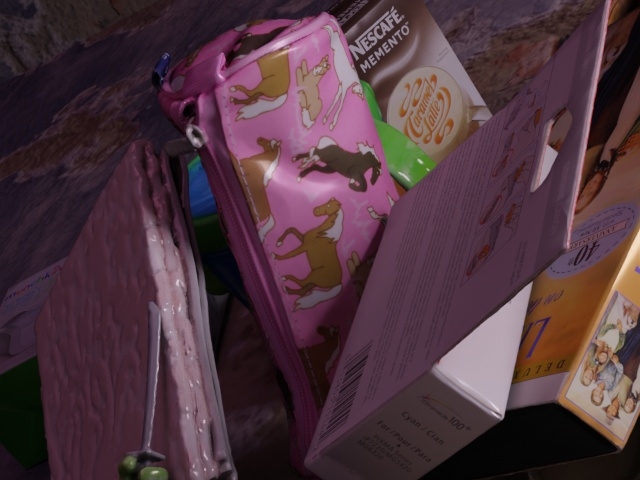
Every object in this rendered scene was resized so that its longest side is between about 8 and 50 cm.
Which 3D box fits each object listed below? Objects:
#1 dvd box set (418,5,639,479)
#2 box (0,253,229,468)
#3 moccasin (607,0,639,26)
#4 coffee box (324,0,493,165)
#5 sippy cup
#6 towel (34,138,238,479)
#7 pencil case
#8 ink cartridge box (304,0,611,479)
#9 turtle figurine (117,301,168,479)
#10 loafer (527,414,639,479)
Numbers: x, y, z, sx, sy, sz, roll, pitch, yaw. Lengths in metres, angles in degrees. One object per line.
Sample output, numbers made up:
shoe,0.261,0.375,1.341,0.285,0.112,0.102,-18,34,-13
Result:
dvd box set,0.190,-0.016,1.133,0.420,0.062,0.307,-59,14,-25
box,-0.243,0.102,1.749,0.262,0.127,0.231,-27,25,20
moccasin,0.292,-0.132,1.436,0.139,0.147,0.380,-18,27,35
coffee box,0.080,-0.130,1.597,0.141,0.246,0.098,-45,24,-22
sippy cup,0.000,0.000,1.477,0.240,0.224,0.305,-35,22,-5
towel,-0.165,0.132,1.298,0.317,0.053,0.332,-54,39,45
pencil case,-0.005,0.012,1.257,0.167,0.386,0.160,-22,18,-6
ink cartridge box,0.117,0.006,1.039,0.261,0.066,0.296,-44,16,37
turtle figurine,-0.190,0.200,1.049,0.275,0.198,0.266,-48,57,9
loafer,0.188,0.127,1.129,0.102,0.092,0.268,-28,23,16
